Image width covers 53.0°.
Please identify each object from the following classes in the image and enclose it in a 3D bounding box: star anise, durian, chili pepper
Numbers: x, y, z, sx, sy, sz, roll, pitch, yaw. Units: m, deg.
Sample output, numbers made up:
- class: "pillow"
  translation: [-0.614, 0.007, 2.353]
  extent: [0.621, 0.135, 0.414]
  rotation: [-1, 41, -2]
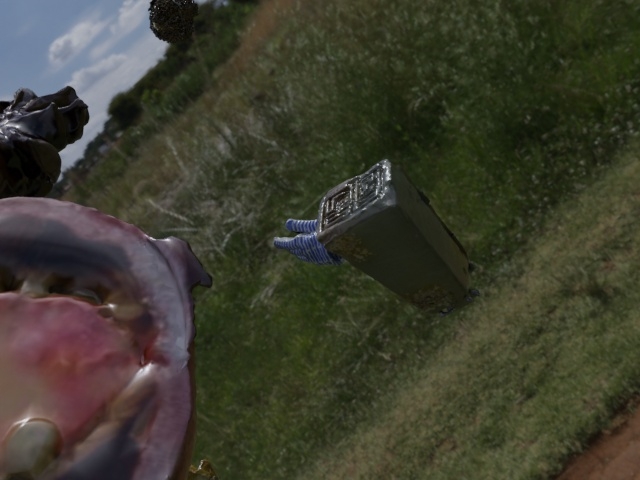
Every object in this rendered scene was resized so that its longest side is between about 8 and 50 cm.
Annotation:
- class: "star anise"
  translation: [-0.333, -0.078, 0.670]
  extent: [0.214, 0.099, 0.220]
  rotation: [-1, 42, 43]
- class: "durian"
  translation: [-0.224, -0.346, 0.997]
  extent: [0.080, 0.080, 0.091]
  rotation: [-26, -3, 43]
- class: "chili pepper"
  translation: [-0.200, 0.137, 0.426]
  extent: [0.305, 0.229, 0.251]
  rotation: [120, 140, -55]

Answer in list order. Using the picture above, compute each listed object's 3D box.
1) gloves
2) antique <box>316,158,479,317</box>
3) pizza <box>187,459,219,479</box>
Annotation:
- class: "gloves"
  translation: [0.002, 0.002, 1.457]
  extent: [0.229, 0.119, 0.097]
  rotation: [-3, 18, 21]
- class: "antique"
  translation: [0.142, 0.012, 1.032]
  extent: [0.150, 0.284, 0.125]
  rotation: [-32, 34, 32]
- class: "pizza"
  translation: [-0.264, 0.358, 0.949]
  extent: [0.188, 0.198, 0.062]
  rotation: [-35, 23, -16]
